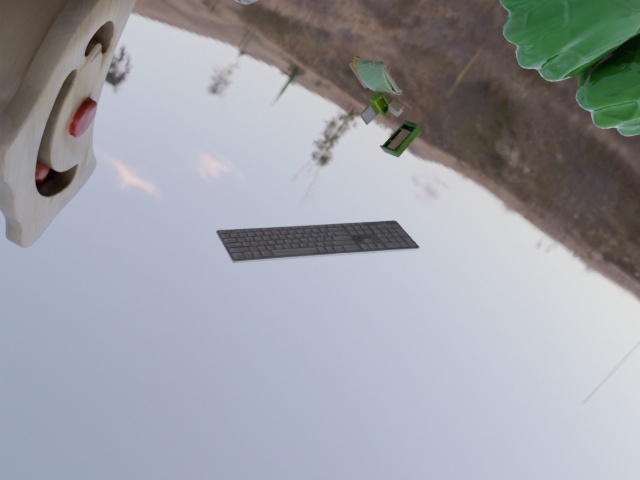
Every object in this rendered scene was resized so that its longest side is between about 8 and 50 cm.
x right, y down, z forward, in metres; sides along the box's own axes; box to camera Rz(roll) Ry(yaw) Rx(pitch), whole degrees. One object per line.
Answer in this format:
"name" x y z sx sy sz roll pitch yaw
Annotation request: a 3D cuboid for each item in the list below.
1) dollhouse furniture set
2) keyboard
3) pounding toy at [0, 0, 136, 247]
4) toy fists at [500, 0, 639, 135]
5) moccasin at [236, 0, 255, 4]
"dollhouse furniture set" 0.086 -0.197 1.200 0.076 0.058 0.151 31 165 50
"keyboard" 0.000 0.000 1.027 0.256 0.014 0.072 -4 -153 -24
"pounding toy" -0.218 -0.121 0.513 0.155 0.154 0.269 28 155 -3
"toy fists" 0.300 -0.201 0.827 0.279 0.142 0.096 26 -127 -32
"moccasin" -0.036 -0.516 1.140 0.147 0.380 0.139 45 -158 3
